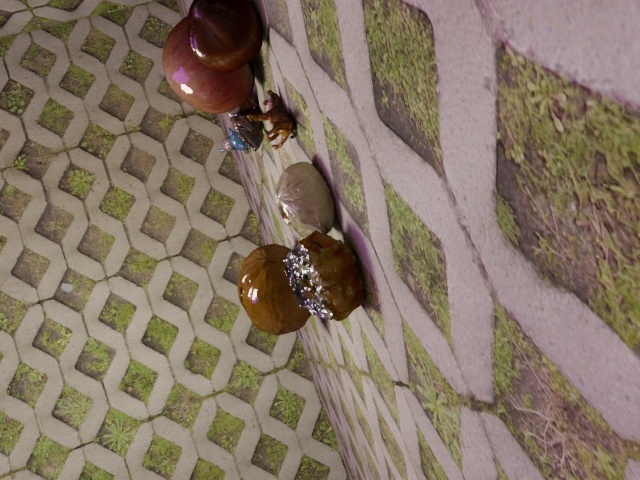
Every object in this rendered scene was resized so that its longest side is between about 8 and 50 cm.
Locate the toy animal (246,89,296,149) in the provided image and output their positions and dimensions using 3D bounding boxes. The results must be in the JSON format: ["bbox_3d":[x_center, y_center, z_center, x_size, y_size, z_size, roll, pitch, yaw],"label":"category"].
[{"bbox_3d":[-0.108,-0.325,1.475,0.114,0.116,0.255,49,180,-40],"label":"toy animal"}]

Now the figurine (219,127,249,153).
[{"bbox_3d":[-0.428,-0.499,2.653,0.144,0.178,0.114,17,-116,-53],"label":"figurine"}]

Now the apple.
[{"bbox_3d":[-0.371,-0.579,1.719,0.345,0.270,0.344,-20,-90,-86],"label":"apple"}]

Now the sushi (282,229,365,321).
[{"bbox_3d":[0.014,0.104,1.348,0.184,0.139,0.274,10,125,52],"label":"sushi"}]

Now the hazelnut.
[{"bbox_3d":[-0.276,-0.601,1.462,0.229,0.230,0.229,161,90,-79],"label":"hazelnut"}]

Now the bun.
[{"bbox_3d":[-0.048,-0.096,1.407,0.220,0.134,0.220,68,166,0],"label":"bun"}]

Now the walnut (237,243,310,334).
[{"bbox_3d":[-0.190,0.208,2.191,0.354,0.308,0.397,-122,14,-45],"label":"walnut"}]

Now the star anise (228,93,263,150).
[{"bbox_3d":[-0.302,-0.506,2.031,0.331,0.118,0.331,58,169,18],"label":"star anise"}]
